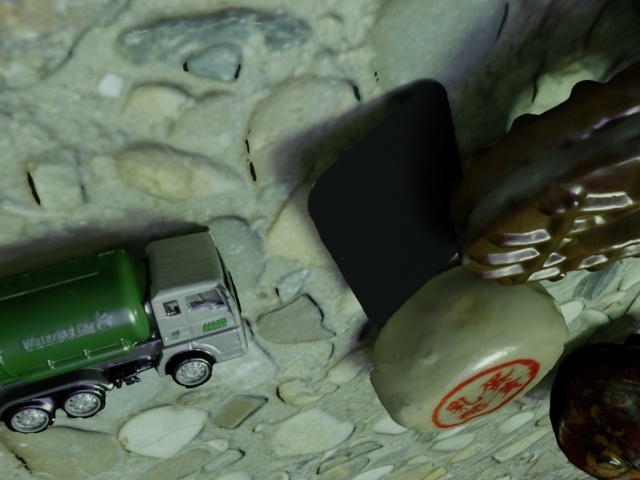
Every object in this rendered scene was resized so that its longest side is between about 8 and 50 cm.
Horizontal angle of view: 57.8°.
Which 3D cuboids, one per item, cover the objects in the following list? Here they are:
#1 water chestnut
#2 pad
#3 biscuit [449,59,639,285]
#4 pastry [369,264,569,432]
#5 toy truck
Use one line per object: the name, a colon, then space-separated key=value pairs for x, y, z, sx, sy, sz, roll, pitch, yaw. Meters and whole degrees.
water chestnut: x=0.546 y=0.289 z=1.021 sx=0.289 sy=0.244 sz=0.289 roll=-13 pitch=145 yaw=-9
pad: x=0.008 y=0.017 z=0.568 sx=0.323 sy=0.055 sz=0.250 roll=-27 pitch=140 yaw=1
biscuit: x=0.278 y=-0.052 z=0.539 sx=0.332 sy=0.103 sz=0.332 roll=-14 pitch=159 yaw=-5
pastry: x=0.192 y=0.144 z=0.752 sx=0.265 sy=0.133 sz=0.264 roll=-19 pitch=143 yaw=-15
toy truck: x=-0.189 y=0.069 z=0.485 sx=0.243 sy=0.101 sz=0.124 roll=-14 pitch=127 yaw=-11
